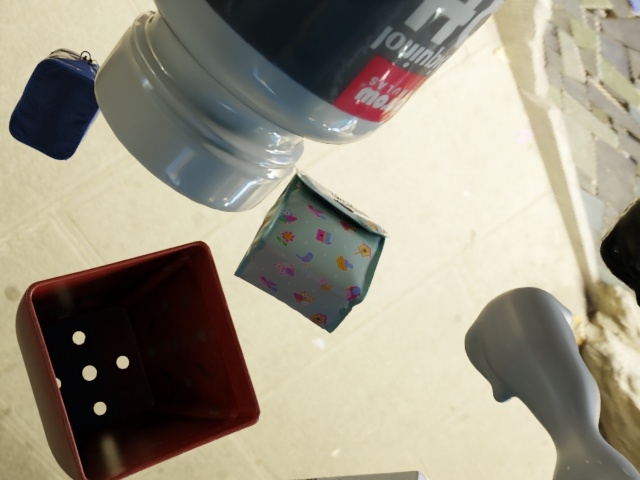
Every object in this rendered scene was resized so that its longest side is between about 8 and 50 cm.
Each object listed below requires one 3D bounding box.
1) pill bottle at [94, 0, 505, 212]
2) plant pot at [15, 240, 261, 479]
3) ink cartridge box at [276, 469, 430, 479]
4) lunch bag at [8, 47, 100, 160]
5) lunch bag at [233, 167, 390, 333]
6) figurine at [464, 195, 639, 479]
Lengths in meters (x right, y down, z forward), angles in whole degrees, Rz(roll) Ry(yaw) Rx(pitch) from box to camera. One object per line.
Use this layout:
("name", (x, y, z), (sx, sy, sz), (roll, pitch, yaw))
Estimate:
("pill bottle", (0.015, -0.167, 0.497), (0.176, 0.176, 0.318), (26, 121, -36))
("plant pot", (-0.285, 0.176, 1.263), (0.267, 0.236, 0.267), (-16, 87, -36))
("ink cartridge box", (0.010, 0.321, 0.883), (0.218, 0.158, 0.092), (-13, 136, 28))
("lunch bag", (-0.237, -0.131, 0.827), (0.067, 0.065, 0.098), (30, 106, -15))
("lunch bag", (0.000, 0.000, 1.654), (0.223, 0.262, 0.160), (33, 137, -6))
("figurine", (0.224, 0.096, 0.636), (0.215, 0.209, 0.092), (-38, 126, 19))
